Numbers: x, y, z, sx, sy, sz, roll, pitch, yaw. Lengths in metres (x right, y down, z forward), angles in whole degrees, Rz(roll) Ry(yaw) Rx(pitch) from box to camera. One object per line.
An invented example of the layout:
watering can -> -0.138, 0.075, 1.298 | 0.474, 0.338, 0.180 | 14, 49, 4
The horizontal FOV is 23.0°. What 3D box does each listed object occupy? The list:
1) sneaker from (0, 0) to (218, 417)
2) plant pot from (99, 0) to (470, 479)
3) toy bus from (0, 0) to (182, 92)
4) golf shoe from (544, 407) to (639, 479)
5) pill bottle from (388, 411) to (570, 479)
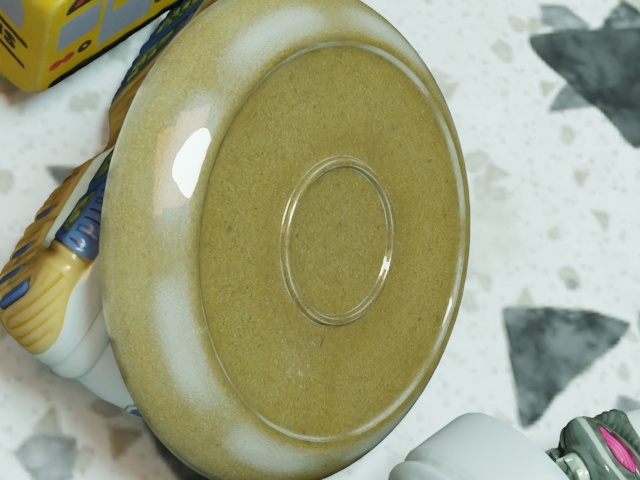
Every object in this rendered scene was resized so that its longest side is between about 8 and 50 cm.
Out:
sneaker -> -0.039, -0.040, 0.785 | 0.131, 0.112, 0.296 | 40, 62, -19
plant pot -> 0.000, 0.000, 0.719 | 0.236, 0.032, 0.236 | -8, 101, -47
toy bus -> -0.207, -0.229, 0.791 | 0.108, 0.130, 0.332 | -38, 81, -24
golf shoe -> 0.195, 0.201, 0.729 | 0.120, 0.105, 0.273 | -11, 71, -25
pill bottle -> 0.010, 0.180, 0.674 | 0.229, 0.131, 0.131 | -35, 80, -23
